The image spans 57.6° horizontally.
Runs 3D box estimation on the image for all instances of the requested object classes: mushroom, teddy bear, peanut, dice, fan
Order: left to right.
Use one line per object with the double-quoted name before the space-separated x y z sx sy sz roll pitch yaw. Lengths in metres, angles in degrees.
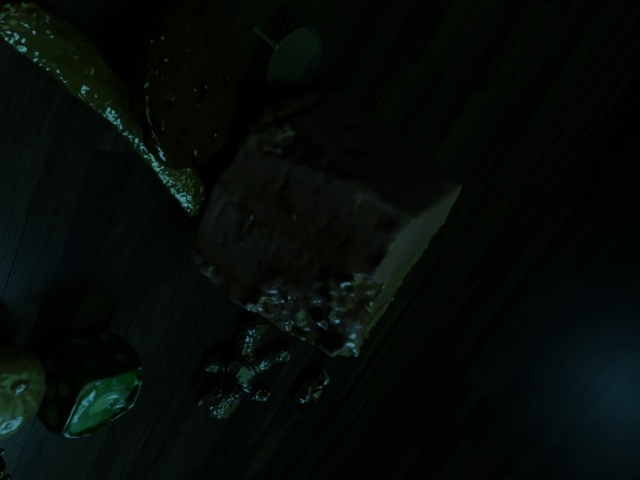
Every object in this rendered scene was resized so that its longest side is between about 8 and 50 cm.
"peanut" -0.450 0.208 0.783 0.159 0.109 0.140 -48 154 2
"dice" -0.369 0.221 0.917 0.128 0.120 0.131 1 123 -55
"teddy bear" -0.173 0.287 1.311 0.251 0.182 0.129 -49 -170 -2
"fan" -0.052 -0.277 0.863 0.113 0.005 0.175 -54 155 11
"mushroom" -0.029 0.449 1.793 0.170 0.080 0.135 -57 165 15

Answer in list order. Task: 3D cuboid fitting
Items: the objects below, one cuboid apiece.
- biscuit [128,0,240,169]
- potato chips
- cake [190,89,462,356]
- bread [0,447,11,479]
"biscuit" -0.158 -0.191 0.702 0.212 0.036 0.212 12 90 -71
"potato chips" -0.232 -0.149 0.683 0.057 0.080 0.407 -31 154 0
"cake" 0.009 -0.022 0.895 0.306 0.314 0.293 -59 168 28
"bread" -0.577 0.360 0.800 0.185 0.109 0.380 -54 155 0
